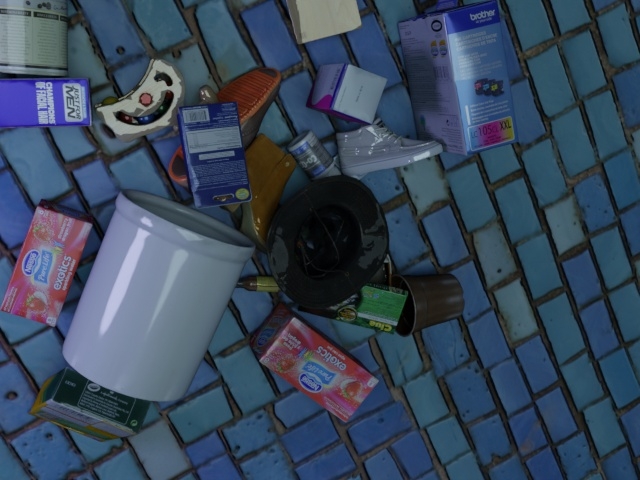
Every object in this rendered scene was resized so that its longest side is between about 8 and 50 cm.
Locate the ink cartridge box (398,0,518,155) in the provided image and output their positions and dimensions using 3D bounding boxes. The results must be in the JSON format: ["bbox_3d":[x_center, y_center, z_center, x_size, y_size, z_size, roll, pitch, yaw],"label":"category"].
[{"bbox_3d":[0.323,-0.420,1.835,0.151,0.270,0.395,-18,106,-14],"label":"ink cartridge box"}]

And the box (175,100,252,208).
[{"bbox_3d":[-0.235,-0.189,1.683,0.136,0.036,0.225,-10,92,-23],"label":"box"}]

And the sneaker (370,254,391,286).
[{"bbox_3d":[0.125,0.001,1.943,0.106,0.123,0.290,-24,106,-9],"label":"sneaker"}]

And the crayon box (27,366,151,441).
[{"bbox_3d":[-0.544,0.387,1.761,0.203,0.323,0.083,28,61,-20],"label":"crayon box"}]

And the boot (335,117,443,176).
[{"bbox_3d":[0.163,-0.242,1.862,0.258,0.095,0.123,-11,100,13],"label":"boot"}]

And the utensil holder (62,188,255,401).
[{"bbox_3d":[-0.372,0.121,1.718,0.327,0.327,0.385,23,96,-19],"label":"utensil holder"}]

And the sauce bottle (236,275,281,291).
[{"bbox_3d":[-0.161,0.109,1.923,0.128,0.042,0.042,5,100,-17],"label":"sauce bottle"}]

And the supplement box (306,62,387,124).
[{"bbox_3d":[0.057,-0.349,1.799,0.114,0.220,0.111,17,96,-20],"label":"supplement box"}]

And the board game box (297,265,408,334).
[{"bbox_3d":[0.081,0.155,1.944,0.259,0.030,0.136,15,122,-2],"label":"board game box"}]

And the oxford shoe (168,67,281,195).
[{"bbox_3d":[-0.210,-0.257,1.814,0.364,0.130,0.133,-51,142,-9],"label":"oxford shoe"}]

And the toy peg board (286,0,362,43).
[{"bbox_3d":[0.003,-0.572,1.825,0.160,0.079,0.161,-14,105,3],"label":"toy peg board"}]

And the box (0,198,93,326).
[{"bbox_3d":[-0.622,0.049,1.732,0.128,0.122,0.257,21,95,-18],"label":"box"}]

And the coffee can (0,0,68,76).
[{"bbox_3d":[-0.629,-0.487,1.579,0.201,0.201,0.275,0,101,-16],"label":"coffee can"}]

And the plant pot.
[{"bbox_3d":[0.280,0.158,2.007,0.165,0.167,0.167,-9,104,-22],"label":"plant pot"}]

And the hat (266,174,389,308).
[{"bbox_3d":[0.000,0.000,1.853,0.331,0.134,0.331,-3,96,-26],"label":"hat"}]

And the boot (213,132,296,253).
[{"bbox_3d":[-0.120,-0.101,1.841,0.211,0.104,0.295,-51,137,-15],"label":"boot"}]

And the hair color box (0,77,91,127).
[{"bbox_3d":[-0.664,-0.294,1.618,0.338,0.185,0.110,-5,103,-15],"label":"hair color box"}]

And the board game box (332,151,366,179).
[{"bbox_3d":[0.086,-0.201,1.943,0.090,0.020,0.090,-38,109,-4],"label":"board game box"}]

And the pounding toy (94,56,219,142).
[{"bbox_3d":[-0.374,-0.323,1.711,0.269,0.155,0.154,-23,111,-11],"label":"pounding toy"}]

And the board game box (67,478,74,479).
[{"bbox_3d":[-0.657,0.703,1.907,0.126,0.026,0.186,-15,105,-13],"label":"board game box"}]

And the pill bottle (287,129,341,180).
[{"bbox_3d":[-0.013,-0.199,1.884,0.078,0.078,0.137,-41,109,-5],"label":"pill bottle"}]

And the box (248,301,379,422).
[{"bbox_3d":[-0.020,0.309,1.948,0.300,0.154,0.142,39,89,-21],"label":"box"}]
